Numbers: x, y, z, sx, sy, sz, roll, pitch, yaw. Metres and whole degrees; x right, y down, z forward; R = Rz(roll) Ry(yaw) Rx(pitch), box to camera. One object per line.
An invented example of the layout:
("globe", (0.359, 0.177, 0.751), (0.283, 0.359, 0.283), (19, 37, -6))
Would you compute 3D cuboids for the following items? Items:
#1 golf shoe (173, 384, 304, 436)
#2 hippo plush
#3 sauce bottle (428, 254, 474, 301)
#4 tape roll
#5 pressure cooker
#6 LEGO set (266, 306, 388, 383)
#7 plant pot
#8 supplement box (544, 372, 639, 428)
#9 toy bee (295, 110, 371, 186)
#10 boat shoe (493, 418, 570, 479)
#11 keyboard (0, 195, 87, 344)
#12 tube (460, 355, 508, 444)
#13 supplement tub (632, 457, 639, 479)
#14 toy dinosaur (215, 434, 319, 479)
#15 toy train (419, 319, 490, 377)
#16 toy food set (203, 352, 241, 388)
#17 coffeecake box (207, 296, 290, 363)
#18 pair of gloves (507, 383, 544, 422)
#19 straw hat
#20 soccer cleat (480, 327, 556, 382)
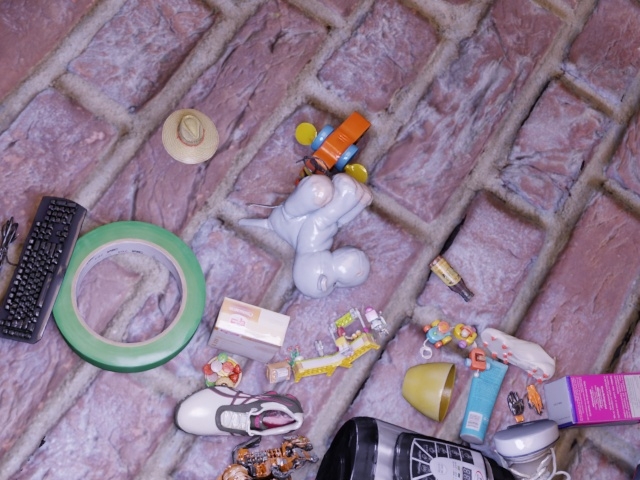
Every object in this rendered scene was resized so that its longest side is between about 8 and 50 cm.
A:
("golf shoe", (-0.167, 0.358, 1.769), (0.272, 0.120, 0.105), (0, 90, -12))
("hippo plush", (0.000, 0.000, 1.881), (0.294, 0.234, 0.237), (-10, 73, -17))
("sauce bottle", (0.313, 0.092, 2.027), (0.128, 0.042, 0.042), (44, 67, 5))
("tape roll", (-0.409, 0.120, 1.828), (0.321, 0.077, 0.321), (5, 70, -12))
("pressure cooker", (0.199, 0.565, 1.664), (0.420, 0.375, 0.370), (21, 86, -6))
("LEGO set", (0.010, 0.225, 1.877), (0.287, 0.132, 0.107), (-25, 59, 3))
("plant pot", (0.236, 0.326, 1.889), (0.095, 0.134, 0.134), (13, 66, 19))
("supplement box", (0.647, 0.371, 1.968), (0.220, 0.111, 0.114), (1, 70, -14))
("toy bee", (0.001, -0.195, 2.014), (0.298, 0.162, 0.195), (-18, 66, -44))
("boat shoe", (0.440, 0.463, 1.775), (0.135, 0.367, 0.157), (-14, 78, 10))
("keyboard", (-0.619, 0.052, 1.784), (0.201, 0.033, 0.317), (6, 69, 22))
("tube", (0.369, 0.359, 1.944), (0.080, 0.052, 0.207), (26, 61, -6))
("supplement tub", (0.780, 0.585, 1.881), (0.191, 0.191, 0.272), (27, 67, -3))
("toy dinosaur", (-0.142, 0.525, 1.735), (0.322, 0.164, 0.218), (-34, 66, -3))
("toy train", (0.315, 0.239, 1.958), (0.166, 0.046, 0.125), (15, 53, -7))
("toy food set", (-0.212, 0.288, 1.844), (0.082, 0.020, 0.083), (38, 67, 2))
("coffeecake box", (-0.155, 0.193, 1.802), (0.142, 0.185, 0.068), (18, 68, -7))
("pair of gloves", (0.476, 0.379, 1.980), (0.083, 0.010, 0.074), (-15, 76, -15))
("straw hat", (-0.304, -0.257, 1.995), (0.144, 0.061, 0.145), (5, 69, -12))
("soccer cleat", (0.463, 0.257, 1.996), (0.196, 0.068, 0.076), (33, 52, -1))
